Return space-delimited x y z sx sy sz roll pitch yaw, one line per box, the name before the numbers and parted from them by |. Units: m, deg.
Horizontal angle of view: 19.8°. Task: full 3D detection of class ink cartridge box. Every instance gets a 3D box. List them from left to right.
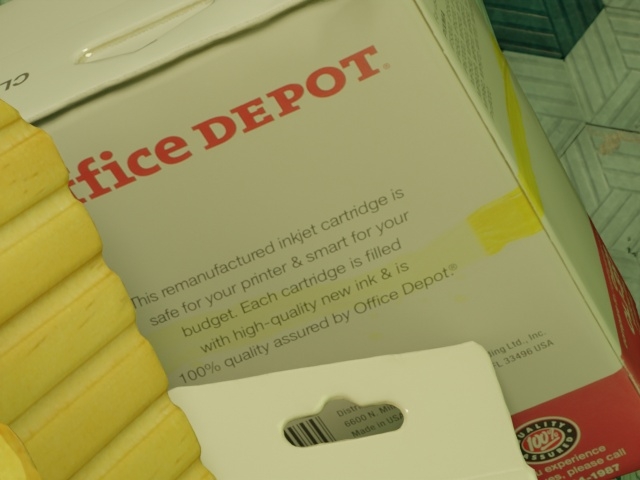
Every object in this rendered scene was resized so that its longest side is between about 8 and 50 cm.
ink cartridge box | 0.000 0.000 1.068 0.384 0.279 0.160 57 19 -34
ink cartridge box | 0.031 0.246 0.965 0.119 0.207 0.353 127 -48 -61

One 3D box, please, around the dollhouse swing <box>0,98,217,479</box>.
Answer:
dollhouse swing | -0.084 0.084 0.684 0.305 0.315 0.346 -34 104 -44
